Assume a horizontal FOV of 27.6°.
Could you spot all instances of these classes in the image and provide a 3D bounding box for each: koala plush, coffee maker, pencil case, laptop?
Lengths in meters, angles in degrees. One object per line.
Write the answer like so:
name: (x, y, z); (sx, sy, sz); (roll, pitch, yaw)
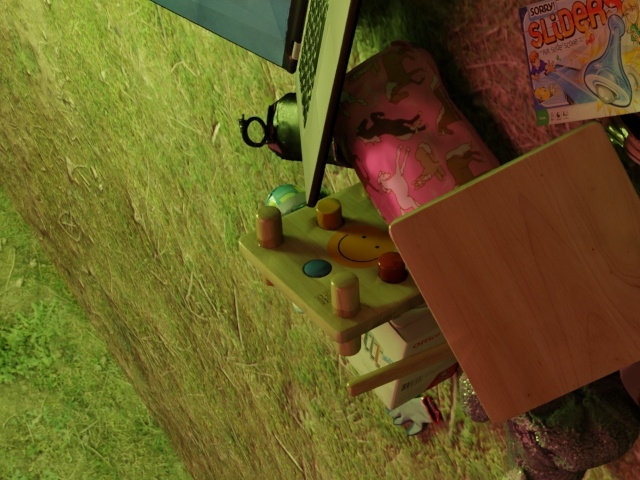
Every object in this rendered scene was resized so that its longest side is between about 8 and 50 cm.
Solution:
koala plush: (0.290, 0.246, 1.627); (0.203, 0.196, 0.221); (40, 145, 32)
coffee maker: (0.007, -0.150, 1.828); (0.178, 0.171, 0.120); (11, 123, 60)
pencil case: (0.154, -0.067, 1.630); (0.386, 0.167, 0.160); (56, 161, 17)
laptop: (-0.102, -0.319, 1.618); (0.382, 0.236, 0.408); (102, 167, -48)

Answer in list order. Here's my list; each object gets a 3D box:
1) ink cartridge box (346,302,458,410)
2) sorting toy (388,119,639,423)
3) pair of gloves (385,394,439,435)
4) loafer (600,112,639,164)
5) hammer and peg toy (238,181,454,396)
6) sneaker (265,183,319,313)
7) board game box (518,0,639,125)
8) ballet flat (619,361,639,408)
ink cartridge box: (0.127, 0.132, 1.905); (0.127, 0.128, 0.176); (50, 150, 29)
sorting toy: (0.249, 0.031, 1.449); (0.257, 0.255, 0.089); (61, -166, -8)
pair of gloves: (0.123, 0.228, 2.126); (0.198, 0.023, 0.159); (64, 153, -2)
loafer: (0.342, -0.108, 1.376); (0.125, 0.045, 0.039); (44, 139, 43)
hammer and peg toy: (0.081, 0.045, 1.754); (0.361, 0.266, 0.127); (42, 146, 41)
sneaker: (0.000, 0.000, 2.034); (0.208, 0.127, 0.319); (65, 154, -3)
board game box: (0.291, -0.197, 1.371); (0.201, 0.035, 0.136); (-2, 99, 63)
ballet flat: (0.422, 0.230, 1.523); (0.084, 0.058, 0.250); (-25, 96, 29)
